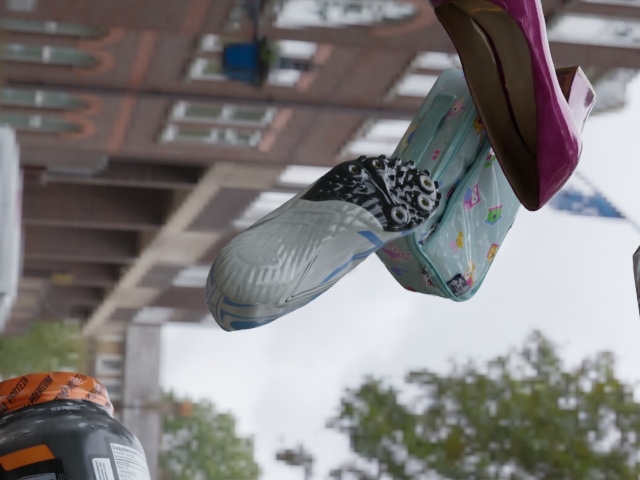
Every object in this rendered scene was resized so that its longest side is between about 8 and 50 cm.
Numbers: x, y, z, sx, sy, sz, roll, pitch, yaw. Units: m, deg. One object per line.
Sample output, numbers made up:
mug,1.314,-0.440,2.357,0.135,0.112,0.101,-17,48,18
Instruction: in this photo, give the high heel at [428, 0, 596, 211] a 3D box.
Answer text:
high heel,0.204,-0.208,1.881,0.127,0.377,0.181,-9,-132,49

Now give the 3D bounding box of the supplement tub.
supplement tub,-0.249,0.311,1.512,0.207,0.207,0.338,111,-34,-54

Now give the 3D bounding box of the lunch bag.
lunch bag,0.170,-0.068,2.028,0.279,0.108,0.224,-61,146,-18

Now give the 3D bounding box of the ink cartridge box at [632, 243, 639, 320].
ink cartridge box,0.497,-0.001,1.702,0.270,0.198,0.197,-58,-173,25

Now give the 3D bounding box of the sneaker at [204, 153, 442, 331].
sneaker,0.000,0.000,1.328,0.085,0.237,0.086,54,-28,13
